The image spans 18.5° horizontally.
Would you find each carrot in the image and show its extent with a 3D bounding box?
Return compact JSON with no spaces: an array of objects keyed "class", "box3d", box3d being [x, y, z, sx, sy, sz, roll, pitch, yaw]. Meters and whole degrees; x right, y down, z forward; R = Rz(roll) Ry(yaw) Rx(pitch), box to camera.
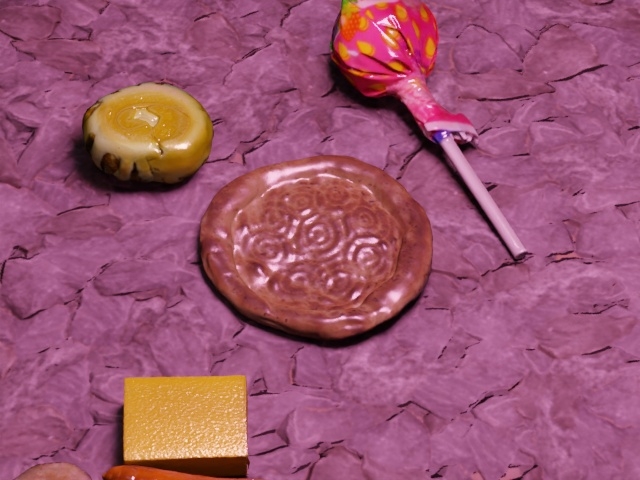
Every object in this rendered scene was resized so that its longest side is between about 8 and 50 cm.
[{"class":"carrot","box3d":[-0.103,0.240,1.835,0.210,0.061,0.061,9,51,7]}]

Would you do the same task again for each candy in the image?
[{"class":"candy","box3d":[0.125,-0.126,2.132,0.124,0.124,0.365,-23,62,-18]}]

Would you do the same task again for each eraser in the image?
[{"class":"eraser","box3d":[-0.130,0.180,1.898,0.122,0.045,0.097,-2,51,-3]}]

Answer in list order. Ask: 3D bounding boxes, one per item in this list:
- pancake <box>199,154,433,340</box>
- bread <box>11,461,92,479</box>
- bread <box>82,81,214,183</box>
[{"class":"pancake","box3d":[0.000,0.001,2.056,0.250,0.031,0.250,0,49,1]},{"class":"bread","box3d":[-0.258,0.297,1.791,0.287,0.056,0.207,15,53,8]},{"class":"bread","box3d":[-0.186,-0.112,2.124,0.139,0.071,0.130,-16,55,-15]}]
